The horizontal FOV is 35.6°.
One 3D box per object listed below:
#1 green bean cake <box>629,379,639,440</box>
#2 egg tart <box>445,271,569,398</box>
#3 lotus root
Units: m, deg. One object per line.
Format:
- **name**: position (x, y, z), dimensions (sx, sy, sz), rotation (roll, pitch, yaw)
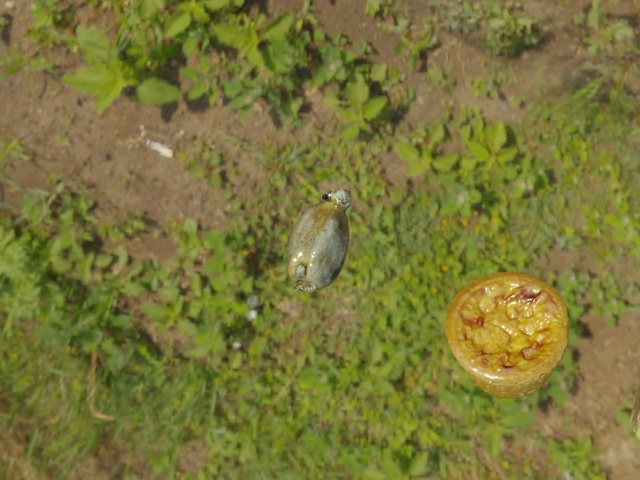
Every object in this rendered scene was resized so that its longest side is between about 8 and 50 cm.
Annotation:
- **green bean cake**: position (0.414, 0.146, 1.118), dimensions (0.085, 0.109, 0.179), rotation (17, 107, 9)
- **egg tart**: position (0.306, 0.167, 1.643), dimensions (0.202, 0.202, 0.147), rotation (-3, 150, 7)
- **lotus root**: position (-0.001, 0.000, 1.463), dimensions (0.088, 0.165, 0.088), rotation (18, 173, 2)
